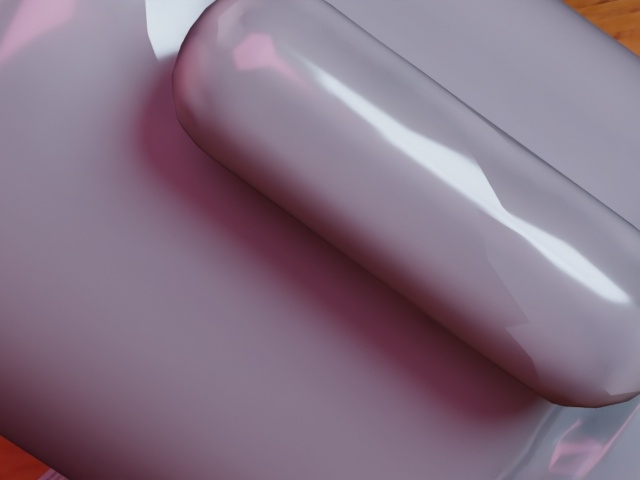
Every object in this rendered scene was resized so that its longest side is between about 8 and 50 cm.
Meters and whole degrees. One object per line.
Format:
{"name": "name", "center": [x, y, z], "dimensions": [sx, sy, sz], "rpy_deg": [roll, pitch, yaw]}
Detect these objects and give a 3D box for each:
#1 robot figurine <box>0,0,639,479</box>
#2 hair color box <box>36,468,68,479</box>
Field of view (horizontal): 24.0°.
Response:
{"name": "robot figurine", "center": [0.000, 0.000, 0.453], "dimensions": [0.353, 0.300, 0.200], "rpy_deg": [35, 84, -8]}
{"name": "hair color box", "center": [-0.035, 0.140, 0.538], "dimensions": [0.093, 0.053, 0.167], "rpy_deg": [-40, 60, -6]}
